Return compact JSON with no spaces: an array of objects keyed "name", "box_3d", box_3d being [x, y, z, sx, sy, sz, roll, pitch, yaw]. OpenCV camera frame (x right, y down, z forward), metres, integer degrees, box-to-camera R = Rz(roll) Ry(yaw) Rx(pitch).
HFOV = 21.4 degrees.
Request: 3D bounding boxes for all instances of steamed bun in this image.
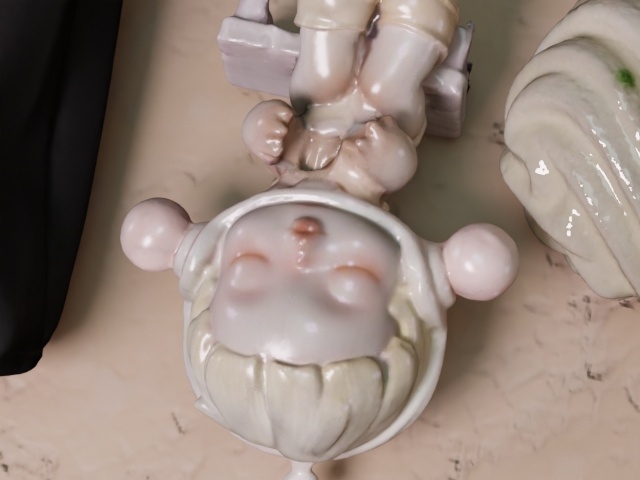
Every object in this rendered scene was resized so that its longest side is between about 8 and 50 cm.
[{"name":"steamed bun","box_3d":[0.178,-0.052,0.839,0.183,0.106,0.183,2,77,-7]}]

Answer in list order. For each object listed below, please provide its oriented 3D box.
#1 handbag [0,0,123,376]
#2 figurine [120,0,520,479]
[{"name":"handbag","box_3d":[-0.252,-0.117,0.853,0.288,0.152,0.342,10,91,5]},{"name":"figurine","box_3d":[-0.005,0.001,0.850,0.182,0.144,0.257,16,77,-12]}]
